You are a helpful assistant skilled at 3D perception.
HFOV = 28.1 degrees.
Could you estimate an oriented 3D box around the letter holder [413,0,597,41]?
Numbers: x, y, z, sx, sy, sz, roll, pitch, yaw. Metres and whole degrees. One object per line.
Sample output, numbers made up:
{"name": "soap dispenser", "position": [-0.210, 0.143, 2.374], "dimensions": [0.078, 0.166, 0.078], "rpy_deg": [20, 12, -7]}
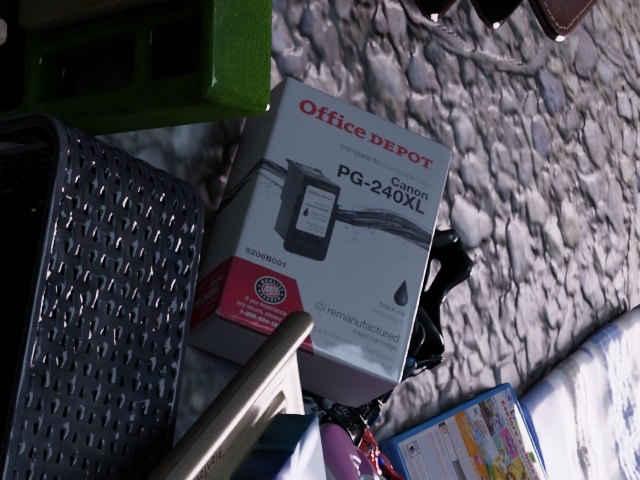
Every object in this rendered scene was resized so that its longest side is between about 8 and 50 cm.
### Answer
{"name": "letter holder", "position": [0.080, -0.287, 0.823], "dimensions": [0.214, 0.152, 0.302], "rpy_deg": [-49, 124, -43]}

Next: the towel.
{"name": "towel", "position": [0.249, 0.186, 1.084], "dimensions": [0.285, 0.034, 0.209], "rpy_deg": [-23, 103, -53]}

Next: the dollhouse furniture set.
{"name": "dollhouse furniture set", "position": [-0.135, -0.205, 0.510], "dimensions": [0.197, 0.151, 0.301], "rpy_deg": [13, 75, -53]}

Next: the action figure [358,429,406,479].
{"name": "action figure", "position": [0.035, 0.158, 0.799], "dimensions": [0.038, 0.030, 0.115], "rpy_deg": [-32, 109, -46]}

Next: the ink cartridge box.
{"name": "ink cartridge box", "position": [0.000, 0.000, 0.706], "dimensions": [0.109, 0.063, 0.150], "rpy_deg": [22, 64, -16]}

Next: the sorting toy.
{"name": "sorting toy", "position": [-0.044, 0.186, 0.479], "dimensions": [0.307, 0.041, 0.229], "rpy_deg": [-48, 138, -62]}

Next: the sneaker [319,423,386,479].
{"name": "sneaker", "position": [0.019, 0.196, 0.718], "dimensions": [0.236, 0.104, 0.095], "rpy_deg": [51, 7, -43]}

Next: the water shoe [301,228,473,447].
{"name": "water shoe", "position": [0.029, 0.062, 0.757], "dimensions": [0.073, 0.080, 0.203], "rpy_deg": [55, 45, -34]}

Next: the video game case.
{"name": "video game case", "position": [0.110, 0.173, 0.886], "dimensions": [0.166, 0.015, 0.119], "rpy_deg": [-13, 81, -54]}

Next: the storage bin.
{"name": "storage bin", "position": [-0.126, 0.051, 0.510], "dimensions": [0.084, 0.122, 0.180], "rpy_deg": [25, 65, -50]}
